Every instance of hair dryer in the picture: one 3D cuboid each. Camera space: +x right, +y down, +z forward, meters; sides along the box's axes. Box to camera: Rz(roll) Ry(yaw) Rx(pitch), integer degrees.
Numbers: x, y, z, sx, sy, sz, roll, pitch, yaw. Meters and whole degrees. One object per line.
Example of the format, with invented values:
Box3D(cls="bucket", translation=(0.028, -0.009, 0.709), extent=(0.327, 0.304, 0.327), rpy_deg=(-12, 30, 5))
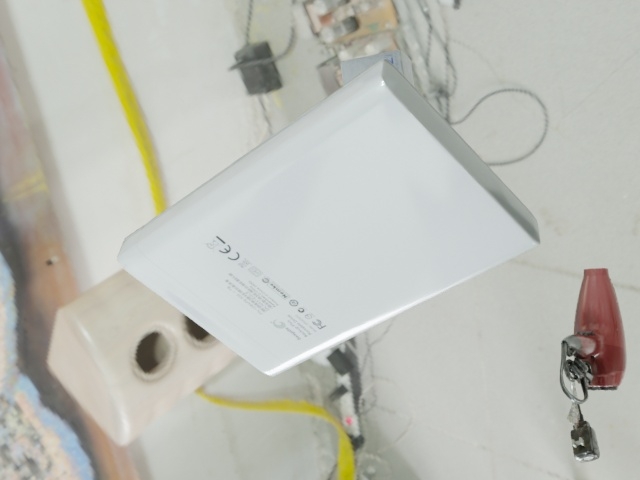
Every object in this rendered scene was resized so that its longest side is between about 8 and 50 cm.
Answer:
Box3D(cls="hair dryer", translation=(0.409, 0.158, 1.360), extent=(0.080, 0.293, 0.224), rpy_deg=(-1, 135, 20))

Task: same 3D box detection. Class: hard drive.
Box3D(cls="hard drive", translation=(0.000, 0.000, 0.905), extent=(0.353, 0.047, 0.233), rpy_deg=(-30, 122, 32))

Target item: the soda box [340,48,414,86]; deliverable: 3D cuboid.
Box3D(cls="soda box", translation=(0.104, -0.136, 1.400), extent=(0.098, 0.091, 0.286), rpy_deg=(-9, 88, 17))
